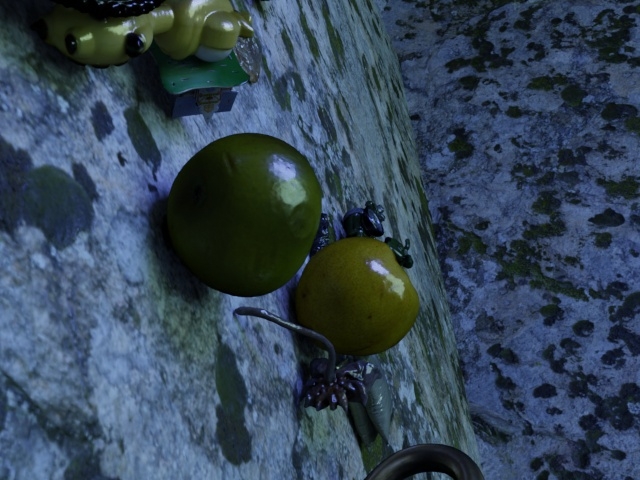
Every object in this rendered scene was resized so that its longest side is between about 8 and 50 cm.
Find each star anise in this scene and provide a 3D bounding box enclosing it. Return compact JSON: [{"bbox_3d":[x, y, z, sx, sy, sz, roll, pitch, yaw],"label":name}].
[{"bbox_3d":[-0.015,0.156,1.009,0.148,0.218,0.228,26,-49,53],"label":"star anise"}]

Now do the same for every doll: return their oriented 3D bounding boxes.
[{"bbox_3d":[-0.188,-0.246,0.767,0.117,0.086,0.291,36,34,16],"label":"doll"}]

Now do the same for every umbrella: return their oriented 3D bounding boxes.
[{"bbox_3d":[0.000,0.000,1.318,0.144,0.040,0.037,-84,161,-49],"label":"umbrella"}]

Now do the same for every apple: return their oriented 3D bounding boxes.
[{"bbox_3d":[-0.093,-0.034,0.803,0.156,0.196,0.197,21,52,-45],"label":"apple"}]

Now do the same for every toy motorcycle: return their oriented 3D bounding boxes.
[{"bbox_3d":[0.133,0.032,1.564,0.275,0.127,0.205,59,19,-31],"label":"toy motorcycle"}]

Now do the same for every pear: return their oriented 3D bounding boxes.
[{"bbox_3d":[0.055,0.097,1.130,0.209,0.208,0.209,-17,90,-73],"label":"pear"}]

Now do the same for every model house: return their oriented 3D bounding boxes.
[{"bbox_3d":[-0.172,-0.216,0.892,0.167,0.117,0.088,59,-30,33],"label":"model house"}]

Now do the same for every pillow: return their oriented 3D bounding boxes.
[{"bbox_3d":[0.092,0.286,1.270,0.134,0.077,0.182,-56,129,-69],"label":"pillow"}]

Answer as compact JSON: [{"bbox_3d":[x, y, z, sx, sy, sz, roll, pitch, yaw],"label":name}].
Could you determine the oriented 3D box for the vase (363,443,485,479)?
[{"bbox_3d":[0.146,0.416,0.932,0.329,0.302,0.241,-82,150,-56],"label":"vase"}]

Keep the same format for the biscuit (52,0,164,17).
[{"bbox_3d":[-0.236,-0.290,0.657,0.194,0.053,0.195,19,42,-18],"label":"biscuit"}]

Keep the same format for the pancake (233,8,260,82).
[{"bbox_3d":[-0.143,-0.356,1.224,0.139,0.022,0.140,-17,90,-73],"label":"pancake"}]
